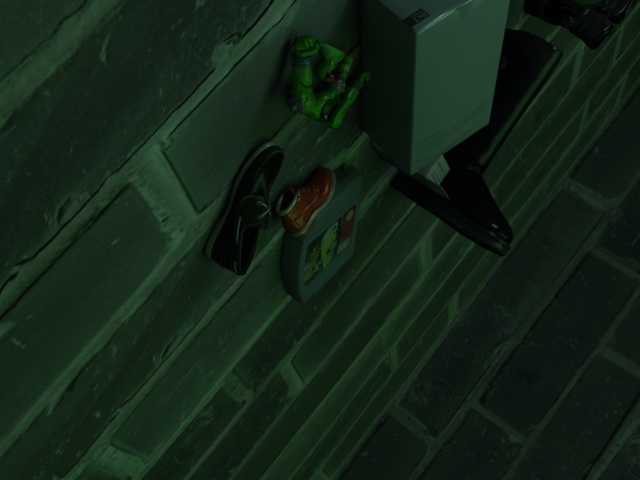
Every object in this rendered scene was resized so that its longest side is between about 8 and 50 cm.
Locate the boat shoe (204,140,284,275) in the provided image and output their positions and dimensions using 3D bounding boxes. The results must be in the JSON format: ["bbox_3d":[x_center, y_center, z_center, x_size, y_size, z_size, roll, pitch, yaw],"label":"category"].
[{"bbox_3d":[-0.110,-0.052,1.413,0.084,0.079,0.233,-6,125,-61],"label":"boat shoe"}]

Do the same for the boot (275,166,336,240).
[{"bbox_3d":[-0.027,-0.086,1.565,0.085,0.059,0.158,53,55,-41],"label":"boot"}]

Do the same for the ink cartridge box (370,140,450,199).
[{"bbox_3d":[0.201,-0.164,1.755,0.061,0.181,0.104,-55,159,0],"label":"ink cartridge box"}]

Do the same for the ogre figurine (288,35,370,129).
[{"bbox_3d":[0.007,-0.247,1.357,0.197,0.097,0.118,-2,112,-77],"label":"ogre figurine"}]

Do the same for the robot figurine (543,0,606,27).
[{"bbox_3d":[0.505,-0.565,1.724,0.173,0.278,0.209,35,104,-25],"label":"robot figurine"}]

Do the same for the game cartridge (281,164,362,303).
[{"bbox_3d":[0.000,0.000,1.750,0.196,0.060,0.294,-38,153,-28],"label":"game cartridge"}]

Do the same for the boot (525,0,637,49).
[{"bbox_3d":[0.661,-0.628,2.000,0.338,0.222,0.118,-60,157,10],"label":"boot"}]

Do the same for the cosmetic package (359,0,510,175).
[{"bbox_3d":[0.196,-0.320,1.514,0.217,0.156,0.385,-33,151,-17],"label":"cosmetic package"}]

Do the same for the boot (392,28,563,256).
[{"bbox_3d":[0.389,-0.228,1.845,0.146,0.367,0.445,31,96,-42],"label":"boot"}]
